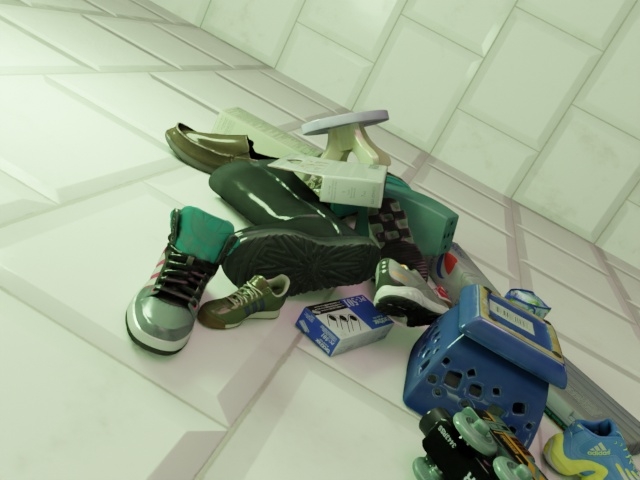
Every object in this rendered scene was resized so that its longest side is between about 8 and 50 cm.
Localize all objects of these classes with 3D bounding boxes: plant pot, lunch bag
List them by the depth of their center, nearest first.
[{"bbox_3d":[0.308,0.226,1.182,0.236,0.212,0.236,30,21,4],"label":"plant pot"},{"bbox_3d":[0.482,0.191,1.604,0.151,0.128,0.096,13,25,-37],"label":"lunch bag"},{"bbox_3d":[0.239,-0.050,1.730,0.234,0.165,0.165,19,15,26],"label":"plant pot"}]

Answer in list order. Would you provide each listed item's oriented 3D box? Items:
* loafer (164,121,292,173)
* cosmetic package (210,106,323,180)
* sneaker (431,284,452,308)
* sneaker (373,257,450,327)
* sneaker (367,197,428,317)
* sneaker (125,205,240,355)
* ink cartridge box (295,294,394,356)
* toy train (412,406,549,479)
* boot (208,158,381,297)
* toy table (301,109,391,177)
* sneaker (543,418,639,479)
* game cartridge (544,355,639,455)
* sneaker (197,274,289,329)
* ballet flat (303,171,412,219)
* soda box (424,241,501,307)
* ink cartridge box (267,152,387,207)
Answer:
[{"bbox_3d":[-0.232,-0.236,1.717,0.366,0.130,0.134,24,21,-10],"label":"loafer"},{"bbox_3d":[-0.164,-0.282,1.942,0.309,0.113,0.160,30,21,4],"label":"cosmetic package"},{"bbox_3d":[0.274,0.131,1.608,0.118,0.042,0.067,30,23,-17],"label":"sneaker"},{"bbox_3d":[0.197,0.113,1.327,0.271,0.100,0.108,33,45,-52],"label":"sneaker"},{"bbox_3d":[0.182,0.062,1.551,0.123,0.146,0.330,-4,50,-1],"label":"sneaker"},{"bbox_3d":[-0.208,0.040,1.018,0.124,0.178,0.295,24,21,-12],"label":"sneaker"},{"bbox_3d":[0.051,0.161,1.248,0.097,0.046,0.207,40,23,27],"label":"ink cartridge box"},{"bbox_3d":[0.274,0.374,0.908,0.190,0.142,0.334,23,19,-42],"label":"toy train"},{"bbox_3d":[-0.131,-0.059,1.401,0.367,0.146,0.445,5,29,-39],"label":"boot"},{"bbox_3d":[0.087,-0.277,1.854,0.274,0.160,0.252,-12,3,-16],"label":"toy table"},{"bbox_3d":[0.537,0.405,1.163,0.240,0.126,0.091,26,21,-5],"label":"sneaker"},{"bbox_3d":[0.549,0.340,1.437,0.230,0.068,0.355,4,31,-40],"label":"game cartridge"},{"bbox_3d":[-0.126,0.096,1.120,0.064,0.086,0.192,40,24,30],"label":"sneaker"},{"bbox_3d":[0.097,-0.139,1.902,0.182,0.164,0.483,18,13,36],"label":"ballet flat"},{"bbox_3d":[0.370,0.095,1.744,0.098,0.091,0.286,19,22,-22],"label":"soda box"},{"bbox_3d":[0.026,-0.150,1.542,0.261,0.066,0.296,8,14,6],"label":"ink cartridge box"}]
